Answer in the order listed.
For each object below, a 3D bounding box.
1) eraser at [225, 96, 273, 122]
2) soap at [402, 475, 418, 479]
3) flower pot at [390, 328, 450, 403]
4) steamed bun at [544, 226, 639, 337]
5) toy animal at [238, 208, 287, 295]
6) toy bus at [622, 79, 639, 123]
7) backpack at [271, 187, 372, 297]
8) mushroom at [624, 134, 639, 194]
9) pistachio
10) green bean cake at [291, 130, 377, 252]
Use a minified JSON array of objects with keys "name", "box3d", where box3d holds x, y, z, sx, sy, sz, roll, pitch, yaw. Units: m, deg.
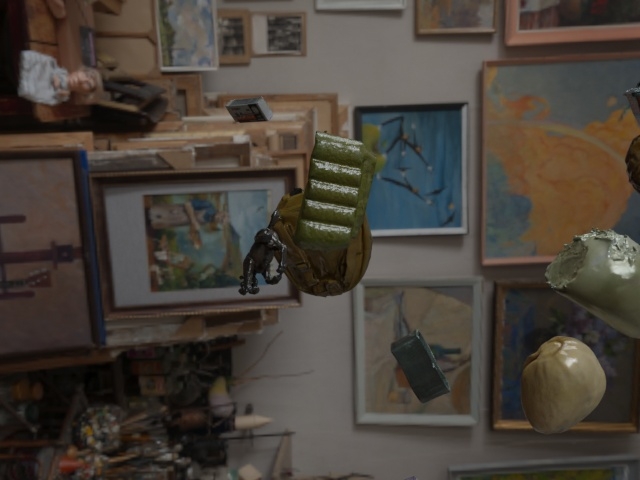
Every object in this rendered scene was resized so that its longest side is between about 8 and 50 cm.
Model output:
[{"name":"eraser","box3d":[-0.164,-0.299,1.438,0.029,0.122,0.052,-52,128,-27]},{"name":"soap","box3d":[0.203,0.904,1.917,0.107,0.285,0.296,-126,-159,-63]},{"name":"flower pot","box3d":[0.330,0.417,2.072,0.229,0.108,0.103,62,13,0]},{"name":"steamed bun","box3d":[0.825,0.112,1.746,0.233,0.312,0.334,-58,-169,9]},{"name":"toy animal","box3d":[-0.147,0.040,1.511,0.148,0.085,0.232,44,-62,55]},{"name":"toy bus","box3d":[0.869,-0.357,1.466,0.121,0.265,0.119,-48,116,-72]},{"name":"backpack","box3d":[-0.003,0.003,2.081,0.201,0.354,0.378,-71,162,-62]},{"name":"mushroom","box3d":[0.749,-0.076,1.150,0.239,0.345,0.345,-38,-142,37]},{"name":"pistachio","box3d":[0.438,0.270,1.133,0.117,0.145,0.200,-48,142,-61]},{"name":"green bean cake","box3d":[0.030,-0.092,1.238,0.236,0.124,0.232,-74,177,-81]}]
